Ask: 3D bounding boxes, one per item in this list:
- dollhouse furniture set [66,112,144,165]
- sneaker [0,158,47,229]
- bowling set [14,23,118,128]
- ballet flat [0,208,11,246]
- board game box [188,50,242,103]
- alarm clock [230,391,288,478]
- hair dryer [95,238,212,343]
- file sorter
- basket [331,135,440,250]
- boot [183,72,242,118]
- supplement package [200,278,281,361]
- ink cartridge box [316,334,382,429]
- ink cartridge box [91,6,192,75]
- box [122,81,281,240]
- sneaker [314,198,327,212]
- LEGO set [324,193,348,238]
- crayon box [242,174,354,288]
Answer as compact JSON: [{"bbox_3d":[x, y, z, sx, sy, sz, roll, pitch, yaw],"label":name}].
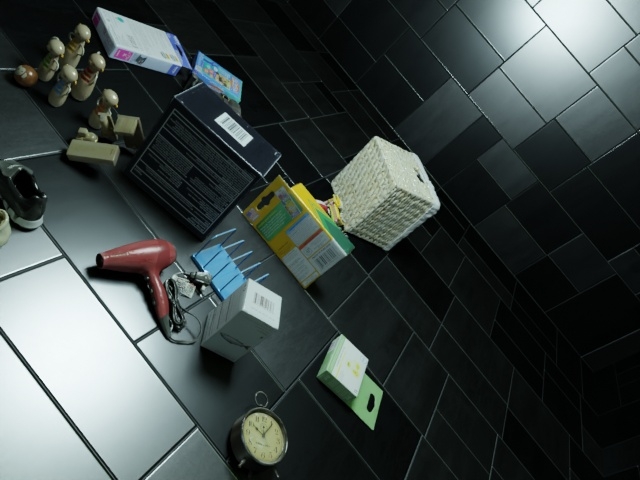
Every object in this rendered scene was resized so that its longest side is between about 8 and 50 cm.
[{"bbox_3d":[-0.564,-0.240,1.325,0.144,0.123,0.151,7,60,-5],"label":"dollhouse furniture set"},{"bbox_3d":[-0.662,-0.138,1.045,0.234,0.106,0.078,47,30,-5],"label":"sneaker"},{"bbox_3d":[-0.677,-0.444,1.314,0.287,0.154,0.200,56,31,12],"label":"bowling set"},{"bbox_3d":[-0.691,-0.015,0.900,0.086,0.086,0.248,55,31,9],"label":"ballet flat"},{"bbox_3d":[-0.411,-0.638,1.968,0.210,0.047,0.160,30,36,-29],"label":"board game box"},{"bbox_3d":[-0.140,0.435,1.130,0.129,0.064,0.192,31,38,-28],"label":"alarm clock"},{"bbox_3d":[-0.384,0.094,1.175,0.293,0.080,0.224,33,35,-25],"label":"hair dryer"},{"bbox_3d":[-0.242,0.069,1.360,0.170,0.104,0.118,53,32,6],"label":"file sorter"},{"bbox_3d":[0.263,-0.198,2.082,0.266,0.331,0.328,20,41,-36],"label":"basket"},{"bbox_3d":[-0.383,-0.491,1.804,0.229,0.091,0.263,28,35,-31],"label":"boot"},{"bbox_3d":[-0.192,0.197,1.209,0.105,0.179,0.105,33,34,-25],"label":"supplement package"},{"bbox_3d":[0.108,0.418,1.478,0.235,0.056,0.171,44,31,-6],"label":"ink cartridge box"},{"bbox_3d":[-0.617,-0.685,1.743,0.311,0.065,0.186,-4,59,-51],"label":"ink cartridge box"},{"bbox_3d":[-0.326,-0.216,1.377,0.296,0.294,0.183,43,30,-11],"label":"box"},{"bbox_3d":[-0.046,-0.075,1.763,0.221,0.087,0.128,-8,49,-37],"label":"sneaker"},{"bbox_3d":[0.029,-0.101,1.931,0.287,0.107,0.132,-95,160,-54],"label":"LEGO set"},{"bbox_3d":[-0.072,-0.033,1.591,0.323,0.203,0.083,50,30,1],"label":"crayon box"}]
